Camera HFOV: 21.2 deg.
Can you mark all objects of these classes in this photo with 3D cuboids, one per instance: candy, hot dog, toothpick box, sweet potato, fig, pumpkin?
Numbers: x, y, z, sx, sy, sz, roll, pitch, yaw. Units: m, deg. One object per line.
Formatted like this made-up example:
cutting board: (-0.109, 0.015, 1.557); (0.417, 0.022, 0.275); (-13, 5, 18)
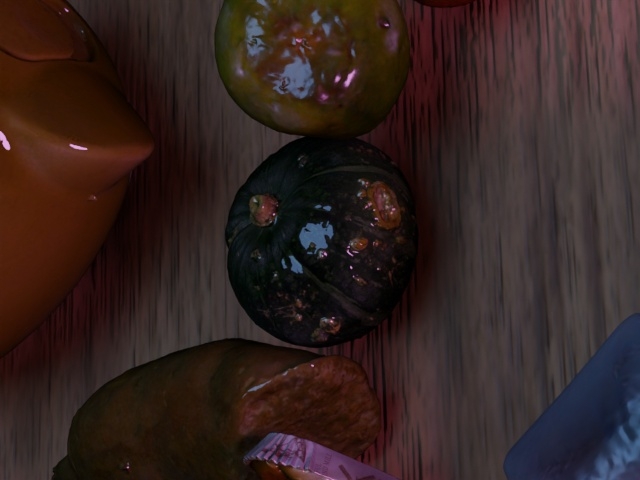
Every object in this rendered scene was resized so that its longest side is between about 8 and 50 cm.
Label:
candy: (0.226, 0.158, 1.291); (0.174, 0.071, 0.138); (-52, 53, 18)
hot dog: (0.025, 0.207, 1.381); (0.099, 0.192, 0.053); (-26, 42, 62)
toothpick box: (-0.389, -0.081, 1.652); (0.425, 0.409, 0.409); (-41, 56, 26)
sweet potato: (-0.112, 0.166, 1.517); (0.370, 0.158, 0.158); (-6, 75, 41)
fig: (0.005, -0.175, 1.453); (0.167, 0.233, 0.167); (10, 120, 17)
pumpkin: (0.000, -0.001, 1.469); (0.190, 0.146, 0.190); (-9, 75, 36)

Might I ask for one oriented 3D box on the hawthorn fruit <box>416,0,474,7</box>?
hawthorn fruit: (0.088, -0.284, 1.484); (0.203, 0.163, 0.162); (19, 91, 58)
